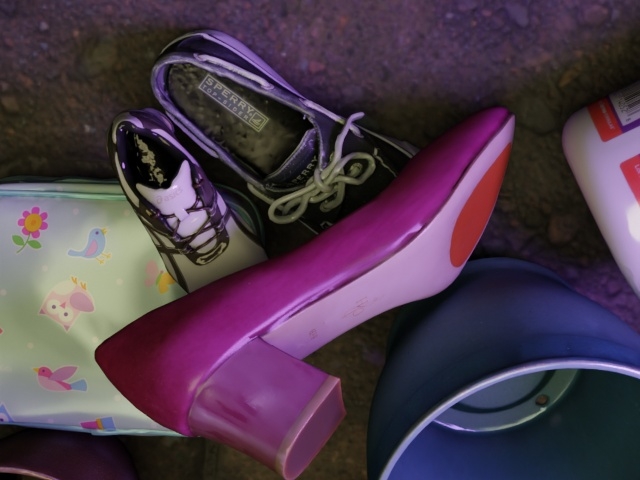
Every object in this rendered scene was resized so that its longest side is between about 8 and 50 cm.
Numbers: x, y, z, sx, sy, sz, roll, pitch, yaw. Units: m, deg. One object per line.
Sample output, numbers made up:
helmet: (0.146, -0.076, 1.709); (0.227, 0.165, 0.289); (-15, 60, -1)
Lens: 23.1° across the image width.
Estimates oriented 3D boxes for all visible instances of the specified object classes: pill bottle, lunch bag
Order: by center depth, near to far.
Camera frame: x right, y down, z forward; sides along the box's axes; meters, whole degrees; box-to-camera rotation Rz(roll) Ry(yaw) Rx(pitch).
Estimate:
pill bottle: (0.363, -0.083, 1.212); (0.323, 0.181, 0.181); (-26, 102, 12)
lunch bag: (-0.177, 0.049, 1.331); (0.279, 0.108, 0.224); (3, 94, 2)

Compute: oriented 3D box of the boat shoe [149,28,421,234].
boat shoe: (-0.006, -0.065, 1.289); (0.306, 0.105, 0.113); (40, 106, -6)

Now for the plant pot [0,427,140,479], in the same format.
plant pot: (-0.234, 0.245, 1.335); (0.215, 0.230, 0.215); (1, 106, 4)

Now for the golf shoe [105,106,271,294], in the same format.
golf shoe: (-0.106, -0.015, 1.224); (0.077, 0.094, 0.198); (-38, 90, 1)

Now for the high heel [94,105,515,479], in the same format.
high heel: (0.000, 0.000, 1.201); (0.181, 0.377, 0.127); (26, 145, 21)

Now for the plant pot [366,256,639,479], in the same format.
plant pot: (0.157, 0.150, 1.245); (0.271, 0.255, 0.272); (-2, 116, -5)
